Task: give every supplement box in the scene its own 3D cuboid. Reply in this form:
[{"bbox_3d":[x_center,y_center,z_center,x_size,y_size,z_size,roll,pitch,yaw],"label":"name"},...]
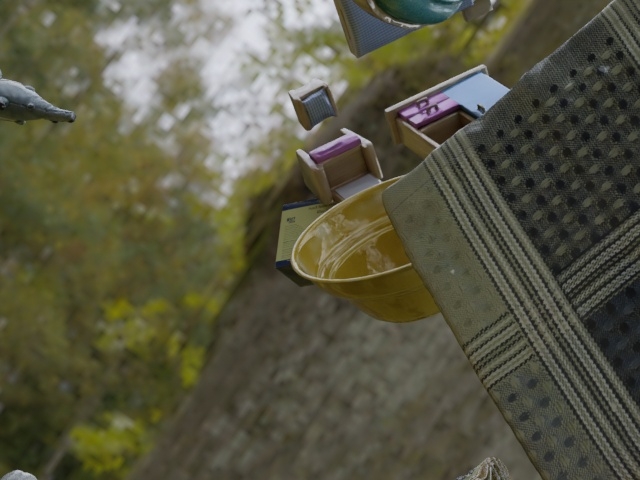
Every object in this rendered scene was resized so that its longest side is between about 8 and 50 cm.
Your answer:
[{"bbox_3d":[0.000,0.000,2.214,0.083,0.083,0.056,-11,-31,30],"label":"supplement box"}]

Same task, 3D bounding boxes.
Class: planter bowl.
[{"bbox_3d":[0.086,0.019,1.871,0.217,0.217,0.090,9,-52,50],"label":"planter bowl"}]

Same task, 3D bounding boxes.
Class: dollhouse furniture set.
[{"bbox_3d":[0.101,-0.213,2.112,0.198,0.286,0.303,41,-26,58],"label":"dollhouse furniture set"}]

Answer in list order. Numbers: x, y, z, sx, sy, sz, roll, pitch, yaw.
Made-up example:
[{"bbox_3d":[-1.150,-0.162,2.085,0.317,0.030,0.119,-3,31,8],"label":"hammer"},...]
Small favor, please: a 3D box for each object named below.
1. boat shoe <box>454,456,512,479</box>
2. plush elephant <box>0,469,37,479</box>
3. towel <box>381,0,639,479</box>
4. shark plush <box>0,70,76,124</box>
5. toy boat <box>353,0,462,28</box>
[{"bbox_3d":[0.116,0.204,1.480,0.056,0.049,0.152,68,18,7],"label":"boat shoe"},{"bbox_3d":[-0.247,0.435,2.011,0.330,0.271,0.255,22,-15,18],"label":"plush elephant"},{"bbox_3d":[0.223,-0.009,1.282,0.056,0.312,0.324,29,26,-51],"label":"towel"},{"bbox_3d":[-0.349,-0.145,2.124,0.161,0.073,0.067,27,11,16],"label":"shark plush"},{"bbox_3d":[0.125,-0.373,1.950,0.148,0.318,0.267,19,3,25],"label":"toy boat"}]
